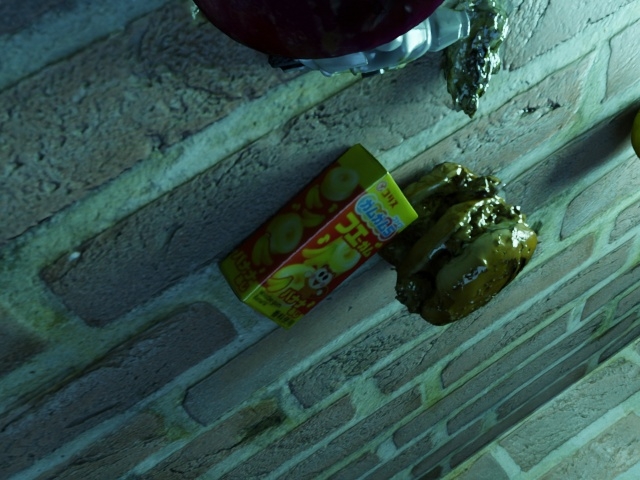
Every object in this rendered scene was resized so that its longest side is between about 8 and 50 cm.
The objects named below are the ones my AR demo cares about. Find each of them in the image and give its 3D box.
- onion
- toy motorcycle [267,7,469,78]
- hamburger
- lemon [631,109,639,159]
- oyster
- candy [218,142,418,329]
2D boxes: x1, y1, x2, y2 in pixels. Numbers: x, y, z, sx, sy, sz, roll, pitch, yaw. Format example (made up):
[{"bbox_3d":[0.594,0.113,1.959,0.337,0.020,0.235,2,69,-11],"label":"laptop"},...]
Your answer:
[{"bbox_3d":[0.004,-0.267,0.477,0.256,0.230,0.272,-48,148,14],"label":"onion"},{"bbox_3d":[0.061,-0.223,0.641,0.229,0.151,0.074,-15,104,-19],"label":"toy motorcycle"},{"bbox_3d":[0.211,0.019,0.963,0.261,0.211,0.245,-21,145,-28],"label":"hamburger"},{"bbox_3d":[0.718,-0.216,1.137,0.244,0.187,0.186,9,123,-46],"label":"lemon"},{"bbox_3d":[0.221,-0.258,0.804,0.108,0.053,0.165,-27,136,-30],"label":"oyster"},{"bbox_3d":[0.000,0.000,0.862,0.276,0.088,0.146,-41,141,2],"label":"candy"}]
